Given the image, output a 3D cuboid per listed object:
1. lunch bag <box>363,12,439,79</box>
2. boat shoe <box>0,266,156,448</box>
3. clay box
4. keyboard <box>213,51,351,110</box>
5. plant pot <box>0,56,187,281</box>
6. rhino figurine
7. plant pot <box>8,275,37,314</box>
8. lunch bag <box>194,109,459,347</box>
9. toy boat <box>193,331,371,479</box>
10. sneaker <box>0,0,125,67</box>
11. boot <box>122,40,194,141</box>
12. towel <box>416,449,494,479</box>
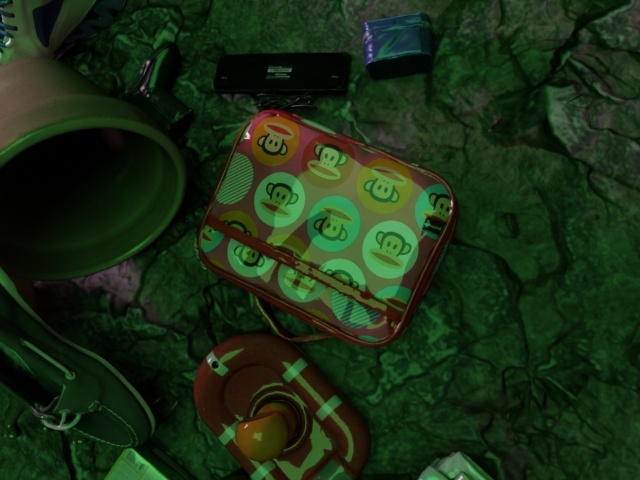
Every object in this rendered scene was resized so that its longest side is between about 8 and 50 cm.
[{"bbox_3d":[0.104,-0.254,0.764,0.098,0.067,0.065,-6,82,10],"label":"lunch bag"},{"bbox_3d":[-0.336,0.144,0.670,0.112,0.095,0.335,-32,107,32],"label":"boat shoe"},{"bbox_3d":[-0.253,0.389,0.768,0.127,0.053,0.222,35,92,14],"label":"clay box"},{"bbox_3d":[-0.055,-0.214,0.818,0.192,0.038,0.100,3,61,13],"label":"keyboard"},{"bbox_3d":[-0.338,-0.117,0.768,0.263,0.263,0.229,-38,60,5],"label":"plant pot"},{"bbox_3d":[-0.307,0.212,0.792,0.243,0.073,0.106,0,87,10],"label":"rhino figurine"},{"bbox_3d":[-0.525,0.099,0.778,0.239,0.254,0.254,-9,81,-6],"label":"plant pot"},{"bbox_3d":[0.000,0.000,0.736,0.293,0.120,0.258,25,93,15],"label":"lunch bag"},{"bbox_3d":[-0.056,0.215,0.697,0.151,0.151,0.231,-46,77,3],"label":"toy boat"},{"bbox_3d":[-0.436,-0.309,0.826,0.127,0.182,0.315,43,93,15],"label":"sneaker"},{"bbox_3d":[-0.217,-0.206,0.838,0.099,0.045,0.121,45,101,16],"label":"boot"},{"bbox_3d":[0.161,0.473,0.653,0.320,0.090,0.374,36,92,14],"label":"towel"}]
